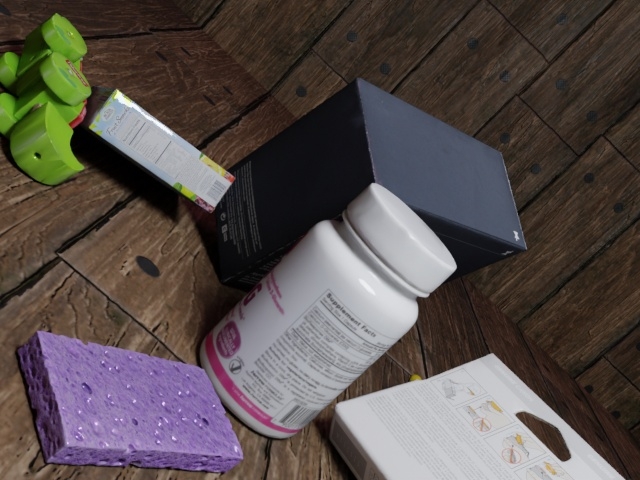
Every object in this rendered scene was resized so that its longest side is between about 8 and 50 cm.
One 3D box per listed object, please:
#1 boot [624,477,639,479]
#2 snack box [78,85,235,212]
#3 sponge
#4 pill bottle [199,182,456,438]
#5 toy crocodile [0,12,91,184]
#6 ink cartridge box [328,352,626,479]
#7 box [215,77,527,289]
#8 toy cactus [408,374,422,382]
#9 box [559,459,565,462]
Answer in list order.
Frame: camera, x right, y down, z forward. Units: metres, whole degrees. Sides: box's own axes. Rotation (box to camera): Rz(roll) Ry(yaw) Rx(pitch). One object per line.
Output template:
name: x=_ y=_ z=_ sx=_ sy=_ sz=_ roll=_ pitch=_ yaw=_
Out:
boot: x=0.561 y=0.544 z=1.120 sx=0.348 sy=0.131 sz=0.260 roll=38 pitch=52 yaw=-24
snack box: x=-0.245 y=-0.134 z=1.057 sx=0.207 sy=0.070 sz=0.174 roll=35 pitch=-5 yaw=-30
sponge: x=-0.167 y=0.152 z=0.669 sx=0.210 sy=0.031 sz=0.117 roll=27 pitch=23 yaw=-50
pill bottle: x=0.008 y=0.079 z=0.840 sx=0.160 sy=0.283 sz=0.160 roll=41 pitch=15 yaw=-13
toy crocodile: x=-0.356 y=-0.203 z=0.967 sx=0.105 sy=0.115 sz=0.340 roll=47 pitch=12 yaw=-39
ink cartridge box: x=0.194 y=0.279 z=0.875 sx=0.261 sy=0.066 sz=0.296 roll=-11 pitch=36 yaw=-28
box: x=0.072 y=-0.040 z=1.094 sx=0.343 sy=0.312 sz=0.179 roll=16 pitch=57 yaw=-43
toy cactus: x=0.201 y=0.308 z=1.134 sx=0.219 sy=0.112 sz=0.180 roll=43 pitch=22 yaw=-41
box: x=0.252 y=0.313 z=0.996 sx=0.324 sy=0.063 sz=0.067 roll=17 pitch=2 yaw=9
